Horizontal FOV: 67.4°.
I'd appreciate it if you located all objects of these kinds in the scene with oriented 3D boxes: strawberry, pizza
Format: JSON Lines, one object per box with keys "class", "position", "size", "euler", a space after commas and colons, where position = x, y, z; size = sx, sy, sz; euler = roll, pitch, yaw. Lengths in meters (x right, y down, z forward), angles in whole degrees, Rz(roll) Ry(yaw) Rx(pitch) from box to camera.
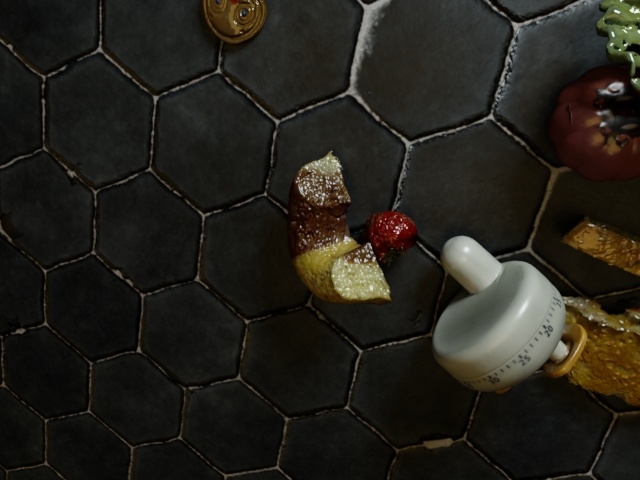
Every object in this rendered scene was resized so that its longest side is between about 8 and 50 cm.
{"class": "strawberry", "position": [0.126, -0.013, 0.883], "size": [0.106, 0.106, 0.106], "euler": [4, 107, 12]}
{"class": "pizza", "position": [0.520, 0.191, 0.866], "size": [0.296, 0.071, 0.189], "euler": [21, 122, 10]}

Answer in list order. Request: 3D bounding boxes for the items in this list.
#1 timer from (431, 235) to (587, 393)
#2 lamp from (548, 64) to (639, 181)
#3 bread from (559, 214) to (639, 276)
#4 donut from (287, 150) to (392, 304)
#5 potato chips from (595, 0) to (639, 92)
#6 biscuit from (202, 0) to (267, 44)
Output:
{"class": "timer", "position": [0.282, 0.126, 0.816], "size": [0.240, 0.233, 0.233], "euler": [42, 110, -5]}
{"class": "lamp", "position": [0.447, -0.178, 0.743], "size": [0.181, 0.140, 0.182], "euler": [0, 88, 5]}
{"class": "bread", "position": [0.493, 0.012, 0.801], "size": [0.187, 0.103, 0.065], "euler": [22, 110, 7]}
{"class": "donut", "position": [0.000, 0.000, 0.883], "size": [0.151, 0.112, 0.295], "euler": [-31, 74, 49]}
{"class": "potato chips", "position": [0.591, -0.257, 0.669], "size": [0.389, 0.097, 0.373], "euler": [42, 81, -5]}
{"class": "biscuit", "position": [-0.146, -0.442, 0.853], "size": [0.124, 0.026, 0.175], "euler": [25, 110, 4]}
